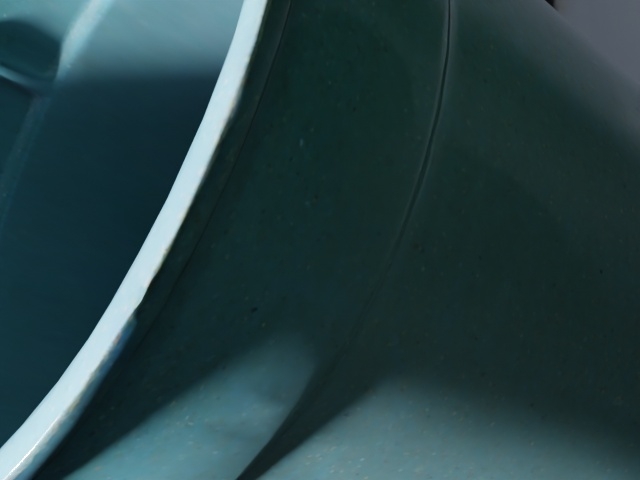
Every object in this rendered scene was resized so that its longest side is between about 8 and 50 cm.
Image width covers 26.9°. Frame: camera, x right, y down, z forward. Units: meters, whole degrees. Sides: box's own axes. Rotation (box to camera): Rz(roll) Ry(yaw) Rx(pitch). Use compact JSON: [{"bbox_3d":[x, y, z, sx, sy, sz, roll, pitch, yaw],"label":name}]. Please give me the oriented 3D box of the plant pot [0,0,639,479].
[{"bbox_3d":[0.000,0.000,0.577,0.334,0.341,0.341,24,161,-36],"label":"plant pot"}]
